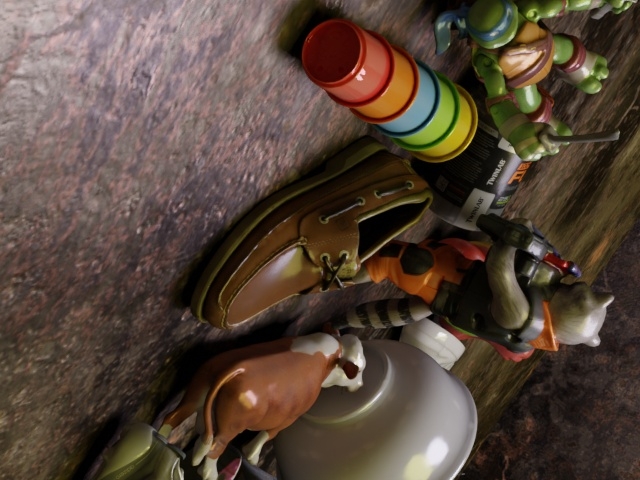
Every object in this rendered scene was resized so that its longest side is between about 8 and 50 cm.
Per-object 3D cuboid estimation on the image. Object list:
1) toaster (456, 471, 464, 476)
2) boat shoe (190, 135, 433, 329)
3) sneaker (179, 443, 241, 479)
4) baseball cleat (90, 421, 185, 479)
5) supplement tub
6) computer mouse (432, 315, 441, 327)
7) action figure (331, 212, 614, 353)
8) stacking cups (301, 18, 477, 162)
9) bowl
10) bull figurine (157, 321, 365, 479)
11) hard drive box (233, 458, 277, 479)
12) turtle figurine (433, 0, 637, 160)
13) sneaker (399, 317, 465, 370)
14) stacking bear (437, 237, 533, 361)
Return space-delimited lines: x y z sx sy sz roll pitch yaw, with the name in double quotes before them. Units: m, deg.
"toaster" 0.161 0.486 2.276 0.168 0.185 0.110 -45 155 -21
"boat shoe" 0.000 0.000 1.206 0.307 0.104 0.111 -41 157 -29
"sneaker" -0.171 0.322 1.453 0.178 0.072 0.077 -43 170 2
"baseball cleat" -0.216 0.293 1.216 0.206 0.109 0.072 -57 174 19
"supplement tub" 0.212 -0.117 1.462 0.117 0.117 0.190 -22 144 -55
"computer mouse" 0.231 0.145 2.064 0.106 0.042 0.193 -52 163 -5
"action figure" 0.191 0.062 1.390 0.341 0.330 0.178 20 84 -64
"stacking cups" 0.071 -0.157 1.143 0.096 0.096 0.316 -55 156 6
"bowl" 0.051 0.229 1.541 0.298 0.298 0.134 -44 126 -23
"bull figurine" -0.067 0.186 1.370 0.188 0.101 0.310 -54 153 17
"hard drive box" -0.109 0.424 1.539 0.181 0.089 0.232 -56 -165 1
"turtle figurine" 0.271 -0.174 1.229 0.266 0.274 0.198 24 65 -67
"sneaker" 0.156 0.226 1.934 0.169 0.108 0.292 -52 162 -9
"stacking bear" 0.240 0.076 1.807 0.289 0.175 0.164 28 83 -61
